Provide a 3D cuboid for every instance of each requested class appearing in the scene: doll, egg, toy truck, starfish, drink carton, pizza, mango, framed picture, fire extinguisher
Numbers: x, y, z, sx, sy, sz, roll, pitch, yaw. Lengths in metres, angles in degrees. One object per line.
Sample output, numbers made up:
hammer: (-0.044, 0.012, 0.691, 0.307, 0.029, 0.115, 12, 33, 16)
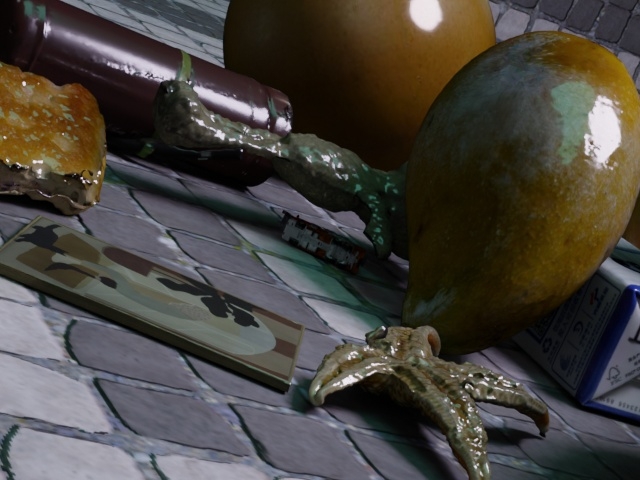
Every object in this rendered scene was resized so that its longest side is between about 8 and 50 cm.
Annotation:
doll: (-0.003, -0.063, 1.397, 0.286, 0.091, 0.202, 24, 4, 1)
egg: (0.039, -0.202, 1.698, 0.282, 0.282, 0.351, 22, 11, -7)
toy truck: (0.000, 0.000, 1.380, 0.083, 0.024, 0.032, 25, 16, 10)
starfish: (0.082, 0.096, 1.074, 0.138, 0.050, 0.247, 28, 16, 15)
drink carton: (0.224, 0.046, 1.401, 0.130, 0.106, 0.315, 19, 13, -24)
pizza: (-0.252, -0.080, 1.187, 0.226, 0.069, 0.147, 9, 40, -38)
mango: (0.152, -0.041, 1.291, 0.193, 0.316, 0.146, -2, -46, 34)
framed picture: (-0.107, 0.038, 1.064, 0.201, 0.010, 0.136, 22, 12, -1)
fire extinguisher: (-0.185, -0.135, 1.426, 0.341, 0.105, 0.141, 19, 12, -30)

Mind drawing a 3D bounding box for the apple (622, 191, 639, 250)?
apple: (0.452, -0.007, 1.794, 0.261, 0.194, 0.261, 11, 22, -4)
